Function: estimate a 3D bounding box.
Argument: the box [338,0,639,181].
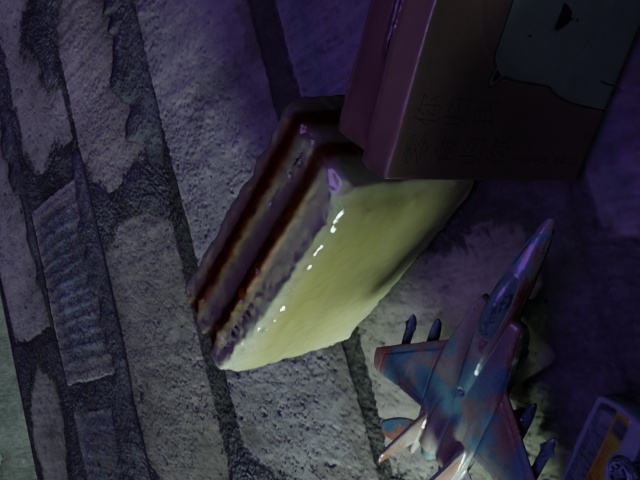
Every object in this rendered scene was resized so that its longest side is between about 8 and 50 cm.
[{"bbox_3d":[0.137,-0.155,0.558,0.086,0.215,0.215,45,129,48],"label":"box"}]

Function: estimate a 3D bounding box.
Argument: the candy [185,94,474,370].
[{"bbox_3d":[0.000,0.000,0.770,0.321,0.179,0.135,-53,56,39],"label":"candy"}]

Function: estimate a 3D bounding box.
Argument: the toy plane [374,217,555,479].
[{"bbox_3d":[0.154,0.116,0.673,0.223,0.104,0.326,42,122,35],"label":"toy plane"}]

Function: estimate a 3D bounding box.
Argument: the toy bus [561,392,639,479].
[{"bbox_3d":[0.246,0.217,0.610,0.075,0.064,0.190,-125,43,-60],"label":"toy bus"}]
